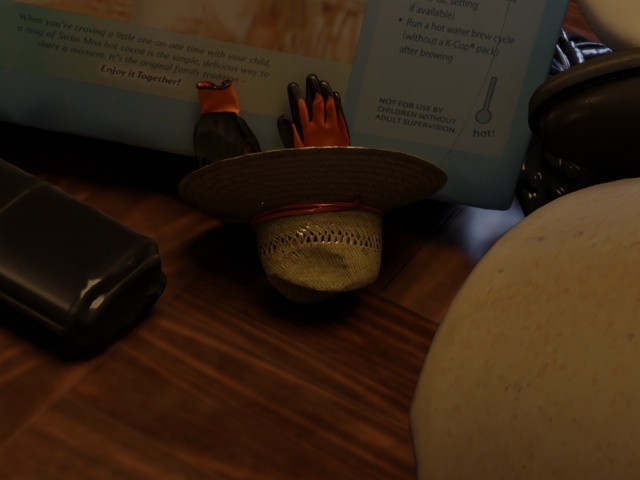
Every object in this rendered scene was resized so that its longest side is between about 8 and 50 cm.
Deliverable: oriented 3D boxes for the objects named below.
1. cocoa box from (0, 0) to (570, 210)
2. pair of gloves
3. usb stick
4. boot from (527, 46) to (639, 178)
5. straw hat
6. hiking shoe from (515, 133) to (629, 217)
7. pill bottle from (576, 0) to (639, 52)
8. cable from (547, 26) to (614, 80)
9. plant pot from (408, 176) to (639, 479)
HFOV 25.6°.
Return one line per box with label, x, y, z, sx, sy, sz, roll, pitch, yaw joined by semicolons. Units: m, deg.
cocoa box;-0.039;-0.188;0.807;0.347;0.231;0.228;10;28;-5
pair of gloves;-0.026;-0.052;0.747;0.083;0.074;0.010;-3;34;5
usb stick;-0.205;-0.027;0.717;0.278;0.045;0.077;27;45;19
boot;0.208;0.035;0.661;0.263;0.091;0.229;11;70;15
straw hat;0.000;0.000;0.721;0.144;0.144;0.061;0;78;-17
hiking shoe;0.258;-0.002;0.801;0.304;0.113;0.132;17;5;17
pill bottle;0.352;-0.151;0.823;0.392;0.224;0.224;16;29;-35
cable;0.203;-0.102;0.913;0.150;0.047;0.184;25;26;10
plant pot;0.203;0.088;0.427;0.334;0.334;0.305;-17;10;-35
